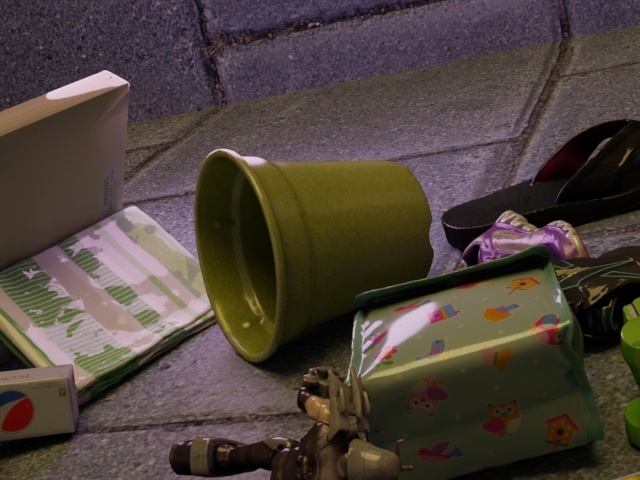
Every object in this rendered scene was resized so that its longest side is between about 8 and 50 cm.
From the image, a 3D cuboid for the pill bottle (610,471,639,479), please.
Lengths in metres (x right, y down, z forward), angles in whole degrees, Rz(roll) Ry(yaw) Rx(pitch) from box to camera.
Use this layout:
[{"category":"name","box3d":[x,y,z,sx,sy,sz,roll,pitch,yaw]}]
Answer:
[{"category":"pill bottle","box3d":[0.142,0.251,0.752,0.246,0.136,0.136,-16,18,-2]}]

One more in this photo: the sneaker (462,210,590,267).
[{"category":"sneaker","box3d":[0.256,0.029,1.407,0.104,0.095,0.236,-26,14,-15]}]

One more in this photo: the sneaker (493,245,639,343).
[{"category":"sneaker","box3d":[0.275,0.066,1.255,0.267,0.101,0.106,-12,21,10]}]

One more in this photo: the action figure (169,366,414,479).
[{"category":"action figure","box3d":[-0.028,0.206,0.987,0.285,0.099,0.185,-16,57,42]}]

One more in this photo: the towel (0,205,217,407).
[{"category":"towel","box3d":[-0.301,0.079,1.569,0.248,0.038,0.325,38,44,19]}]

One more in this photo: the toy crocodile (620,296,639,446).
[{"category":"toy crocodile","box3d":[0.325,0.148,0.951,0.105,0.115,0.340,-8,21,4]}]

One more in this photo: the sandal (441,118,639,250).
[{"category":"sandal","box3d":[0.389,-0.100,1.640,0.446,0.107,0.167,-19,18,-11]}]

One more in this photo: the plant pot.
[{"category":"plant pot","box3d":[0.000,0.000,1.476,0.254,0.276,0.276,-10,14,-26]}]

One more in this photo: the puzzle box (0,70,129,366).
[{"category":"puzzle box","box3d":[-0.402,-0.023,1.625,0.052,0.409,0.272,30,39,24]}]

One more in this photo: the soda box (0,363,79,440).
[{"category":"soda box","box3d":[-0.410,0.205,1.370,0.216,0.074,0.069,-6,9,-6]}]

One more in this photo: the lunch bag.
[{"category":"lunch bag","box3d":[0.149,0.108,1.121,0.223,0.160,0.262,-17,20,11]}]
